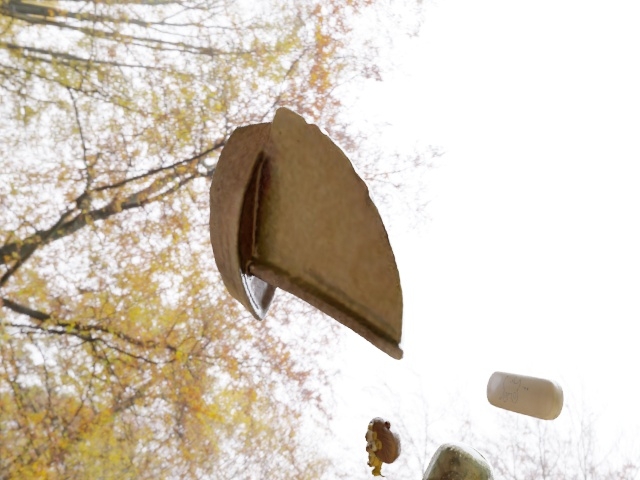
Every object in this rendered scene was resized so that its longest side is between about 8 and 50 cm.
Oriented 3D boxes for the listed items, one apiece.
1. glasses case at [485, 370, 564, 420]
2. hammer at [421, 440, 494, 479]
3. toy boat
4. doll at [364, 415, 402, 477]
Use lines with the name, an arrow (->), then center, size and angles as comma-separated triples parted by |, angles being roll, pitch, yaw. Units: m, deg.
glasses case -> 0.461, 0.352, 1.174 | 0.233, 0.059, 0.092 | 157, -52, -72
hammer -> 0.287, 0.493, 0.895 | 0.305, 0.201, 0.113 | 36, -14, -24
toy boat -> -0.023, -0.020, 0.619 | 0.294, 0.111, 0.275 | 1, -77, 39
doll -> 0.177, 0.606, 1.491 | 0.145, 0.096, 0.188 | -170, -95, -71
